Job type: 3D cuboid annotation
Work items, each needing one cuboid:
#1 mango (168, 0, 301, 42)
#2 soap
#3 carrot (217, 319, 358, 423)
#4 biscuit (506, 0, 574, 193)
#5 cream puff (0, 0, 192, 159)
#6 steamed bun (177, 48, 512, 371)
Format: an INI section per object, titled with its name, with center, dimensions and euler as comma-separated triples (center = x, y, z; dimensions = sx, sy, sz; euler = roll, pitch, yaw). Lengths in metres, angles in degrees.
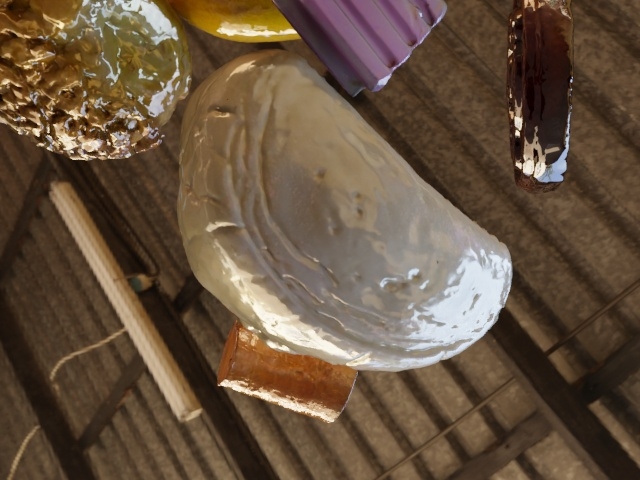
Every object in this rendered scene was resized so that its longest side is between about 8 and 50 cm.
[mango]
center = -0.079, -0.322, 0.877
dimensions = 0.317, 0.176, 0.119
euler = 17, -36, 17
[soap]
center = 0.014, -0.247, 0.650
dimensions = 0.203, 0.122, 0.065
euler = 48, -17, -22
[carrot]
center = -0.066, 0.245, 1.430
dimensions = 0.254, 0.196, 0.195
euler = 19, -64, -9
[biscuit]
center = 0.382, -0.283, 1.265
dimensions = 0.091, 0.407, 0.407
euler = -1, -82, 10
[cream puff]
center = -0.326, -0.236, 0.863
dimensions = 0.327, 0.343, 0.231
euler = 35, -99, -2
[steamed bun]
center = -0.005, 0.001, 0.749
dimensions = 0.236, 0.384, 0.247
euler = -57, -158, -11
